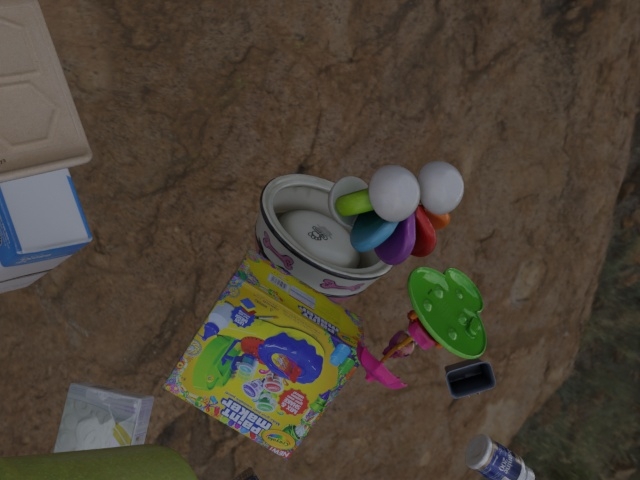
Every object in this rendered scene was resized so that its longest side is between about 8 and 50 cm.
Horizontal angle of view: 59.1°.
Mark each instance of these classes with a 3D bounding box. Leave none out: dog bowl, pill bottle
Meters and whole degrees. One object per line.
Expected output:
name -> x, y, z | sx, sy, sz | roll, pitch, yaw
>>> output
dog bowl -> 0.000, 0.000, 1.559 | 0.407, 0.408, 0.150 | 4, 133, -34
pill bottle -> 0.333, 0.416, 1.043 | 0.120, 0.067, 0.067 | 34, 87, -10

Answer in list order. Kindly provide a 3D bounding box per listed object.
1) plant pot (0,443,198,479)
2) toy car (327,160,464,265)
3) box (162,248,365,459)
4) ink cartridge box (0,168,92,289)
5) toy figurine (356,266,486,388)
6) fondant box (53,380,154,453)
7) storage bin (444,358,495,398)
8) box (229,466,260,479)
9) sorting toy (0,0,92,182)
plant pot -> -0.266, 0.328, 0.584 | 0.254, 0.276, 0.276 | 5, 105, -52
toy car -> 0.108, -0.035, 0.803 | 0.182, 0.159, 0.136 | -9, 92, -32
box -> -0.106, 0.225, 1.142 | 0.290, 0.177, 0.279 | 32, 105, -6
ink cartridge box -> -0.713, -0.056, 1.271 | 0.166, 0.395, 0.286 | -17, 84, -49
toy figurine -> 0.121, 0.125, 0.749 | 0.159, 0.130, 0.173 | -45, 173, 33
fondant box -> -0.663, 0.614, 1.700 | 0.096, 0.238, 0.330 | 48, 51, -77
storage bin -> 0.430, 0.398, 1.649 | 0.135, 0.091, 0.098 | -17, 95, 3
box -> -0.219, 0.637, 1.202 | 0.270, 0.143, 0.165 | -30, 82, -16
sorting toy -> -0.360, -0.149, 0.571 | 0.193, 0.038, 0.208 | -20, 86, -29
